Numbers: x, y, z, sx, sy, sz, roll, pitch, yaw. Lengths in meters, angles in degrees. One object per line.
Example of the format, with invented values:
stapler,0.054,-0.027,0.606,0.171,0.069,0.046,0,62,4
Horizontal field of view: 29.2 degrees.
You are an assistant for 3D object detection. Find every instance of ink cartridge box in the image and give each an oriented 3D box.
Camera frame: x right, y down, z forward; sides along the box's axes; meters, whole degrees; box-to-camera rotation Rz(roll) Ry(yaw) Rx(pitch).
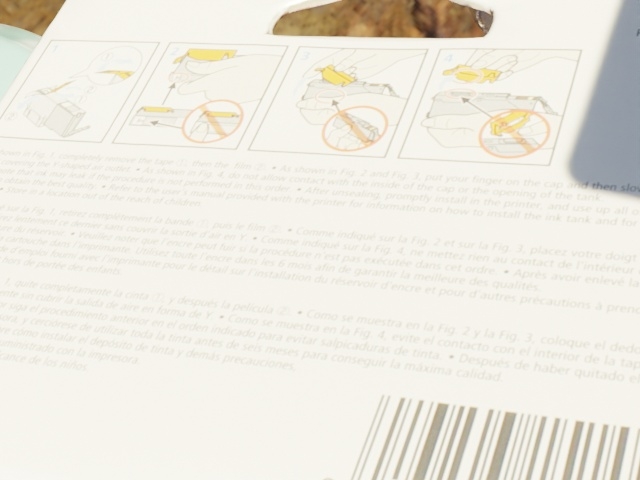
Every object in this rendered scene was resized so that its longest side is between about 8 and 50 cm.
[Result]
ink cartridge box,0.000,0.000,0.422,0.296,0.261,0.066,5,137,22

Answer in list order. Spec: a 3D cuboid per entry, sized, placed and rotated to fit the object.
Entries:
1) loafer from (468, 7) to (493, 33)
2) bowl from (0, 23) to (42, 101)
loafer,0.259,-0.195,0.825,0.366,0.133,0.130,5,134,15
bowl,-0.226,-0.043,0.904,0.312,0.163,0.311,25,162,9
